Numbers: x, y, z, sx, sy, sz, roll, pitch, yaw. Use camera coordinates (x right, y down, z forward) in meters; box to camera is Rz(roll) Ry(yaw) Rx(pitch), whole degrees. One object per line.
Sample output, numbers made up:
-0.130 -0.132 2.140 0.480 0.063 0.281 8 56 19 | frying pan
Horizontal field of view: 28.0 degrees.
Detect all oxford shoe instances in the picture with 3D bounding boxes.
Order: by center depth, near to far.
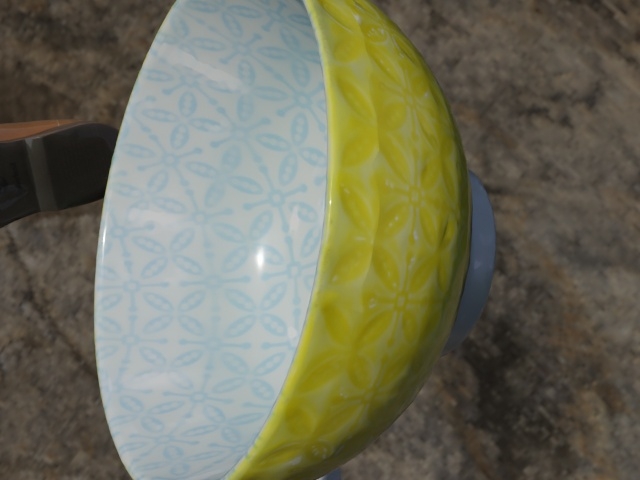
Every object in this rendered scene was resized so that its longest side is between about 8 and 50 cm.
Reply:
-0.242 -0.044 0.876 0.212 0.076 0.076 -9 18 -31 | oxford shoe

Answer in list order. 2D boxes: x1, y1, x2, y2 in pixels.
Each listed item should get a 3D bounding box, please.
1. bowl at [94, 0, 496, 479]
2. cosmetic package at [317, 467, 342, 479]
0.000 0.000 0.694 0.156 0.289 0.290 9 46 -28 | bowl
-0.088 0.359 1.009 0.385 0.156 0.217 -60 139 -57 | cosmetic package
